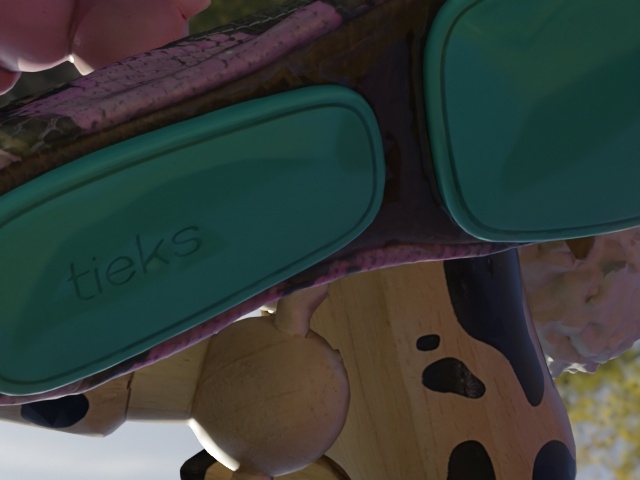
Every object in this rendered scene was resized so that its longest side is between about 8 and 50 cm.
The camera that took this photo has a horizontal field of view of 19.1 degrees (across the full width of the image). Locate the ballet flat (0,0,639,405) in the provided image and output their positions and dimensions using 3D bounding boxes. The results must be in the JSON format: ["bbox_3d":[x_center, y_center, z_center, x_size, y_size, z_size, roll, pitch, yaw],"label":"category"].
[{"bbox_3d":[0.007,-0.029,0.404,0.221,0.077,0.079,-19,-148,-20],"label":"ballet flat"}]

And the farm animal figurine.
[{"bbox_3d":[0.000,0.000,0.618,0.172,0.326,0.330,5,-136,42],"label":"farm animal figurine"}]
